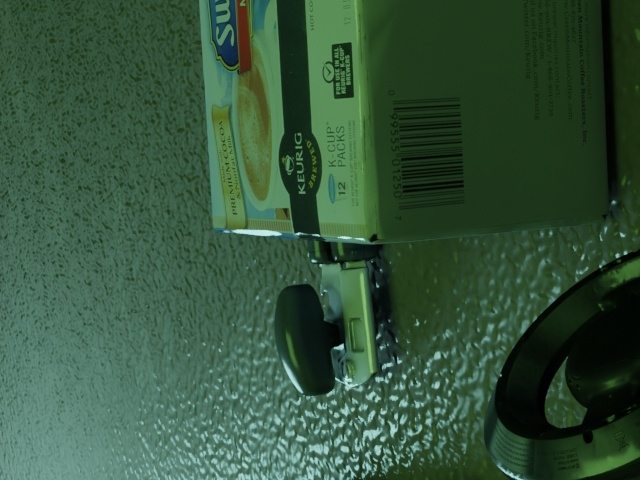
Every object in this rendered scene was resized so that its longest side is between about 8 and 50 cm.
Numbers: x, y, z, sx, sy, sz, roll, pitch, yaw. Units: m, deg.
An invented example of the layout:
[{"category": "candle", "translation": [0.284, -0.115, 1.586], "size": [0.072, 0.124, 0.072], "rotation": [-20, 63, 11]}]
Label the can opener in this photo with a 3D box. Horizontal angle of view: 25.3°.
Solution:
[{"category": "can opener", "translation": [0.000, 0.000, 1.316], "size": [0.076, 0.095, 0.283], "rotation": [-7, 90, 55]}]

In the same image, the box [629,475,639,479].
[{"category": "box", "translation": [0.244, 0.217, 0.930], "size": [0.130, 0.170, 0.091], "rotation": [49, 133, 41]}]

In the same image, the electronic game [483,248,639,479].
[{"category": "electronic game", "translation": [0.206, 0.078, 0.946], "size": [0.048, 0.229, 0.229], "rotation": [51, 151, -19]}]

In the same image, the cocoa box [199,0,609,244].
[{"category": "cocoa box", "translation": [0.056, -0.179, 1.081], "size": [0.228, 0.231, 0.347], "rotation": [4, 99, 56]}]
